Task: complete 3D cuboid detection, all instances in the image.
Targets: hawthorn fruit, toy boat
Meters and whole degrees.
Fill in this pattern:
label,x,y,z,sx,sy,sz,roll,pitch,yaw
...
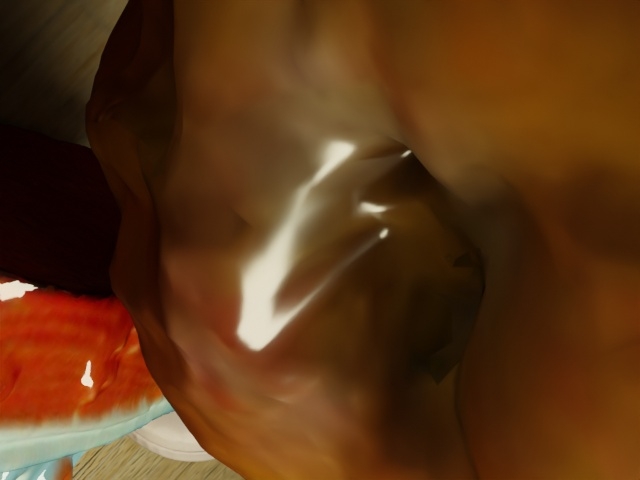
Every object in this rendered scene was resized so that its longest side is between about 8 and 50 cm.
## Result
label,x,y,z,sx,sy,sz,roll,pitch,yaw
hawthorn fruit,0.141,-0.075,0.531,0.472,0.472,0.472,-41,163,-16
toy boat,-0.138,0.036,0.583,0.133,0.145,0.332,-56,165,8

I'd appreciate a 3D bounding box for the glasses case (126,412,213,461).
label,x,y,z,sx,sy,sz,roll,pitch,yaw
glasses case,0.000,0.000,0.894,0.297,0.113,0.075,-38,163,-25
